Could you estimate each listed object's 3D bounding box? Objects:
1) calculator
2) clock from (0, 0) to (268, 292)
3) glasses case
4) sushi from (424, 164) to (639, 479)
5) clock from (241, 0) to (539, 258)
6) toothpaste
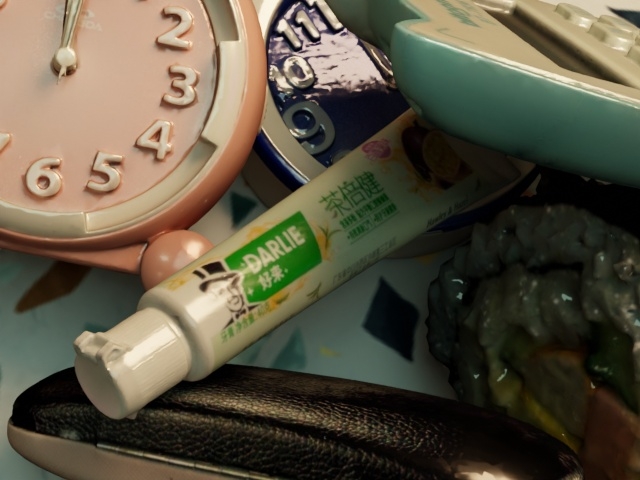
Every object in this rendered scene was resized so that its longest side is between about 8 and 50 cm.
[{"bbox_3d":[0.193,-0.085,0.611,0.386,0.256,0.054,7,114,-17],"label":"calculator"},{"bbox_3d":[-0.144,-0.099,0.626,0.227,0.142,0.241,11,91,-8],"label":"clock"},{"bbox_3d":[-0.021,0.109,0.562,0.314,0.122,0.075,5,92,25],"label":"glasses case"},{"bbox_3d":[0.203,0.064,0.628,0.219,0.225,0.238,3,88,-38],"label":"sushi"},{"bbox_3d":[0.048,-0.104,0.733,0.231,0.083,0.230,3,70,-8],"label":"clock"},{"bbox_3d":[0.000,0.000,0.595,0.314,0.056,0.058,-35,125,-37],"label":"toothpaste"}]
